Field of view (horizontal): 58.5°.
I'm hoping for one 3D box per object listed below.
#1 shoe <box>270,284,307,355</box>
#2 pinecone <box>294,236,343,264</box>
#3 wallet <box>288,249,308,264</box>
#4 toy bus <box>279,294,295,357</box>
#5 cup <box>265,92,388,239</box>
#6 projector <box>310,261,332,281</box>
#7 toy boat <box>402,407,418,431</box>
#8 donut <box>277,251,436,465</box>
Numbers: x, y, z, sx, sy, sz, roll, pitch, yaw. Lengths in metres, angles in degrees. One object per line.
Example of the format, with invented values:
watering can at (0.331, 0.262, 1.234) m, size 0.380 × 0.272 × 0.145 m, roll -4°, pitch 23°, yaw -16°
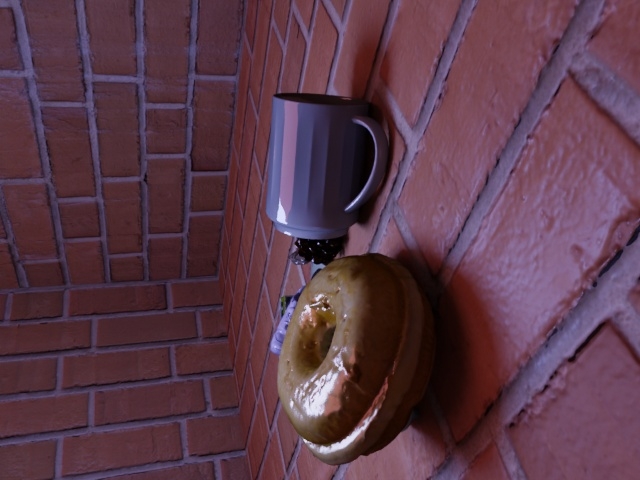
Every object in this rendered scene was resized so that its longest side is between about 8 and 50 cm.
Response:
shoe at (-0.077, 0.244, 1.755) m, size 0.245 × 0.095 × 0.137 m, roll -53°, pitch -30°, yaw -51°
pinecone at (-0.001, -0.001, 1.583) m, size 0.121 × 0.140 × 0.140 m, roll -35°, pitch 59°, yaw 57°
wallet at (-0.035, 0.033, 1.730) m, size 0.038 × 0.118 × 0.153 m, roll 59°, pitch 164°, yaw -14°
toy bus at (-0.084, 0.335, 1.933) m, size 0.139 × 0.113 × 0.301 m, roll 165°, pitch 105°, yaw -72°
cup at (0.020, -0.175, 1.384) m, size 0.323 × 0.237 × 0.326 m, roll 20°, pitch 114°, yaw 38°
projector at (0.019, 0.194, 1.624) m, size 0.257 × 0.079 × 0.258 m, roll -157°, pitch 67°, yaw -72°
toy boat at (0.157, 0.333, 1.242) m, size 0.207 × 0.079 × 0.134 m, roll -116°, pitch 39°, yaw -72°
donut at (0.061, 0.227, 1.154) m, size 0.449 × 0.198 × 0.448 m, roll -49°, pitch 26°, yaw 35°
